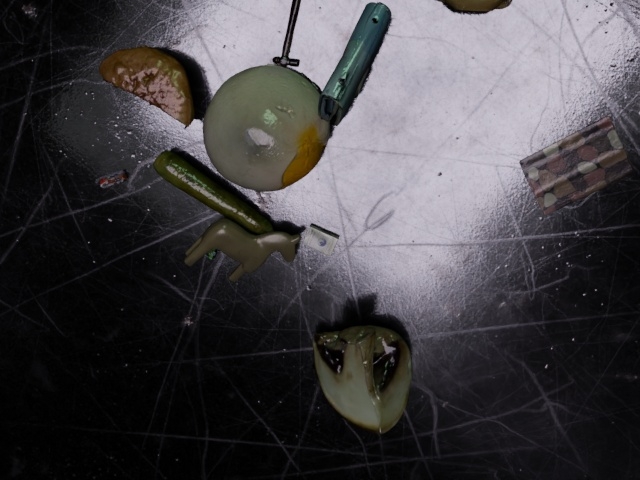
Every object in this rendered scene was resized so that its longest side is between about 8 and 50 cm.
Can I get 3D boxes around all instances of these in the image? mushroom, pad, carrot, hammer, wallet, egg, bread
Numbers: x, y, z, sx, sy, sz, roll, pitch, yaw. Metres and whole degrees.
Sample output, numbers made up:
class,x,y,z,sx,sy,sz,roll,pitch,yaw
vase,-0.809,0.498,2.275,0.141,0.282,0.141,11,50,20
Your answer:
class,x,y,z,sx,sy,sz,roll,pitch,yaw
mushroom,0.108,0.329,1.795,0.217,0.212,0.292,9,128,50
pad,0.625,-0.180,1.645,0.235,0.003,0.158,-27,101,13
carrot,-0.270,-0.111,1.737,0.359,0.074,0.074,34,107,-5
hammer,-0.069,-0.510,1.627,0.065,0.021,0.178,14,104,2
wallet,0.075,-0.394,1.526,0.075,0.176,0.250,27,80,0
egg,-0.144,-0.261,1.614,0.337,0.201,0.336,1,103,6
bread,-0.397,-0.396,1.642,0.260,0.129,0.134,33,106,-5

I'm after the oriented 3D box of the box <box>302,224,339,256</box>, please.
class,x,y,z,sx,sy,sz,roll,pitch,yaw
box,0.000,0.000,1.759,0.083,0.024,0.054,24,105,1

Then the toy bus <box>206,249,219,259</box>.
class,x,y,z,sx,sy,sz,roll,pitch,yaw
toy bus,-0.283,0.007,1.791,0.037,0.031,0.083,25,107,7

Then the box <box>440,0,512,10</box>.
class,x,y,z,sx,sy,sz,roll,pitch,yaw
box,0.346,-0.566,1.519,0.177,0.111,0.111,8,106,5

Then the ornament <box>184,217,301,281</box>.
class,x,y,z,sx,sy,sz,roll,pitch,yaw
ornament,-0.191,0.024,1.738,0.230,0.061,0.245,34,121,-26

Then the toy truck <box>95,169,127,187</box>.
class,x,y,z,sx,sy,sz,roll,pitch,yaw
toy truck,-0.553,-0.161,1.779,0.083,0.024,0.032,-19,80,10
